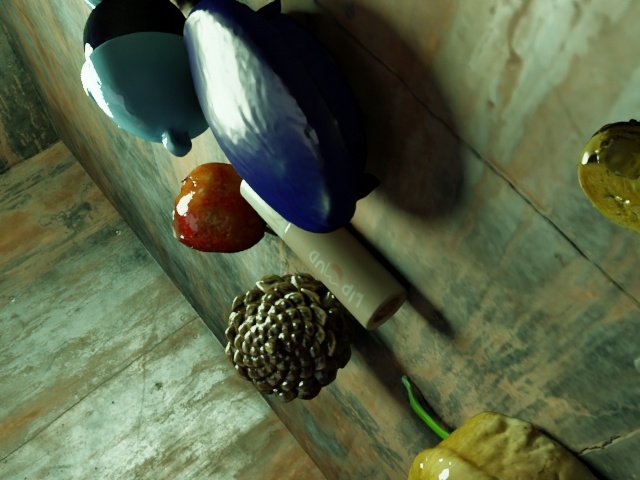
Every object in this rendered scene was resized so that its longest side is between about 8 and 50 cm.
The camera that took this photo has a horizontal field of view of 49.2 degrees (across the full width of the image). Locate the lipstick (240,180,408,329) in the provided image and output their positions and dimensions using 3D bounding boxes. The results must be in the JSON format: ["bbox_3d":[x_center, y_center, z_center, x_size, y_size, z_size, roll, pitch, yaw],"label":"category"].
[{"bbox_3d":[0.000,0.000,0.890,0.254,0.070,0.070,46,160,23],"label":"lipstick"}]

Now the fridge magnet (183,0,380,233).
[{"bbox_3d":[-0.047,-0.126,0.719,0.265,0.113,0.265,46,159,23],"label":"fridge magnet"}]

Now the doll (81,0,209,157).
[{"bbox_3d":[-0.220,-0.233,0.860,0.141,0.177,0.314,-39,64,30],"label":"doll"}]

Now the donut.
[{"bbox_3d":[0.243,0.348,0.779,0.317,0.150,0.299,57,161,-6],"label":"donut"}]

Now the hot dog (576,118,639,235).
[{"bbox_3d":[0.251,0.013,0.311,0.289,0.068,0.083,34,176,37],"label":"hot dog"}]

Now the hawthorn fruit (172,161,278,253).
[{"bbox_3d":[-0.146,-0.043,1.101,0.172,0.148,0.148,24,157,3],"label":"hawthorn fruit"}]

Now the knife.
[{"bbox_3d":[0.173,0.270,1.020,0.166,0.023,0.078,42,163,36],"label":"knife"}]

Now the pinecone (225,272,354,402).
[{"bbox_3d":[-0.044,0.148,1.097,0.208,0.208,0.207,47,160,22],"label":"pinecone"}]
